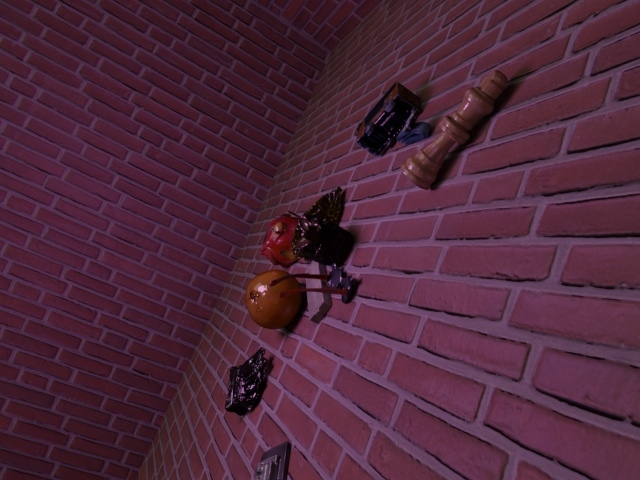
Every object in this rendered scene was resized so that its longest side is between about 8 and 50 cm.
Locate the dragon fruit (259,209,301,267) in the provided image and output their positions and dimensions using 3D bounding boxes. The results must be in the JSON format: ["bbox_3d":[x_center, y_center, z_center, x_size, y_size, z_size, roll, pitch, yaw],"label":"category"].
[{"bbox_3d":[-0.200,-0.012,2.538,0.291,0.189,0.291,-51,22,31],"label":"dragon fruit"}]

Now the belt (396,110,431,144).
[{"bbox_3d":[0.328,-0.404,1.814,0.065,0.100,0.179,-63,16,-12],"label":"belt"}]

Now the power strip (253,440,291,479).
[{"bbox_3d":[-0.184,0.785,1.641,0.213,0.064,0.198,-45,28,40],"label":"power strip"}]

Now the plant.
[{"bbox_3d":[0.000,0.000,1.952,0.178,0.234,0.204,-65,24,11],"label":"plant"}]

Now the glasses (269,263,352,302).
[{"bbox_3d":[-0.030,0.146,1.785,0.234,0.268,0.118,-147,66,-69],"label":"glasses"}]

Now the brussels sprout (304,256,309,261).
[{"bbox_3d":[-0.063,0.056,2.304,0.085,0.058,0.085,-28,52,44],"label":"brussels sprout"}]

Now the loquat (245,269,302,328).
[{"bbox_3d":[-0.198,0.255,2.134,0.263,0.263,0.263,-52,22,31],"label":"loquat"}]

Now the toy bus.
[{"bbox_3d":[0.273,-0.494,2.013,0.275,0.138,0.167,-46,24,38],"label":"toy bus"}]

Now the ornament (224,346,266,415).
[{"bbox_3d":[-0.299,0.611,2.147,0.260,0.106,0.251,-37,38,36],"label":"ornament"}]

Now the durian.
[{"bbox_3d":[0.001,-0.077,2.239,0.394,0.163,0.198,-61,-8,-13],"label":"durian"}]

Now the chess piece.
[{"bbox_3d":[0.411,-0.336,1.491,0.397,0.117,0.117,-51,22,27],"label":"chess piece"}]

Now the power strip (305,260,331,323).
[{"bbox_3d":[-0.014,0.189,2.012,0.106,0.043,0.367,-55,21,23],"label":"power strip"}]
